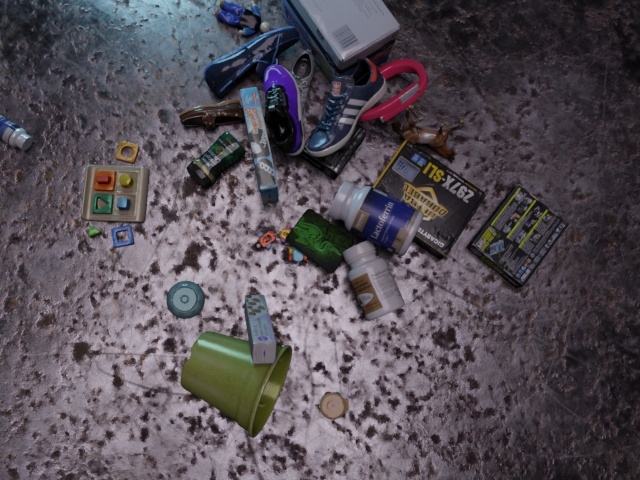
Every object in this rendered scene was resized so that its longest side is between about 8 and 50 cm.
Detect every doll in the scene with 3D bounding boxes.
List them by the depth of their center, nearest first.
[{"bbox_3d":[-0.256,-0.754,2.049,0.188,0.046,0.129,24,80,0],"label":"doll"}]

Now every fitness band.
[{"bbox_3d":[0.213,-0.485,1.975,0.290,0.054,0.209,-34,43,-1],"label":"fitness band"}]

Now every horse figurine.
[{"bbox_3d":[0.341,-0.351,1.965,0.263,0.174,0.066,13,65,-3],"label":"horse figurine"}]

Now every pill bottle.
[{"bbox_3d":[0.167,-0.074,1.846,0.264,0.153,0.153,26,79,6],"label":"pill bottle"},{"bbox_3d":[0.159,0.122,1.883,0.131,0.131,0.229,-23,82,-8],"label":"pill bottle"},{"bbox_3d":[-0.971,-0.335,1.904,0.120,0.067,0.067,32,79,1],"label":"pill bottle"}]

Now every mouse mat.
[{"bbox_3d":[0.000,0.000,1.926,0.189,0.007,0.153,35,60,-1],"label":"mouse mat"}]

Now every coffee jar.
[{"bbox_3d":[-0.335,-0.256,1.936,0.096,0.079,0.184,45,80,4],"label":"coffee jar"}]

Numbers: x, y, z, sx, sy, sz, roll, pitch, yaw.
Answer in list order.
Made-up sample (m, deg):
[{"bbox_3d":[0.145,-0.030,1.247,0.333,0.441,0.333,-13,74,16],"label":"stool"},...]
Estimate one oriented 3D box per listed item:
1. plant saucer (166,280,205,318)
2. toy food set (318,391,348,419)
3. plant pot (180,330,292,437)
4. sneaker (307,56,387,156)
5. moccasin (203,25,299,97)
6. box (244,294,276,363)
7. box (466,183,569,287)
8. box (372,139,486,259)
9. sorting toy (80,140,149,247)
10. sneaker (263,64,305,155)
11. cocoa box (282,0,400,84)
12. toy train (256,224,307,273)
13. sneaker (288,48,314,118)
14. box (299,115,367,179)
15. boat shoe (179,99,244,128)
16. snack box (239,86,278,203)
[{"bbox_3d":[-0.420,0.183,1.880,0.119,0.021,0.120,1,79,-4],"label":"plant saucer"},{"bbox_3d":[0.038,0.507,1.860,0.082,0.020,0.083,43,80,4],"label":"toy food set"},{"bbox_3d":[-0.252,0.390,1.755,0.253,0.276,0.276,19,79,11],"label":"plant pot"},{"bbox_3d":[0.059,-0.419,1.865,0.131,0.148,0.350,24,71,41],"label":"sneaker"},{"bbox_3d":[-0.213,-0.580,1.994,0.341,0.138,0.117,-28,87,5],"label":"moccasin"},{"bbox_3d":[-0.177,0.246,1.741,0.063,0.324,0.067,0,107,-11],"label":"box"},{"bbox_3d":[0.647,-0.015,1.985,0.216,0.060,0.270,39,79,3],"label":"box"},{"bbox_3d":[0.335,-0.133,1.972,0.322,0.079,0.257,35,77,2],"label":"box"},{"bbox_3d":[-0.649,-0.153,1.908,0.195,0.047,0.348,3,79,-4],"label":"sorting toy"},{"bbox_3d":[-0.124,-0.414,1.873,0.102,0.146,0.294,-16,86,21],"label":"sneaker"},{"bbox_3d":[0.057,-0.721,1.976,0.231,0.228,0.347,-33,84,-9],"label":"cocoa box"},{"bbox_3d":[-0.118,0.024,1.924,0.125,0.046,0.166,-41,82,-9],"label":"toy train"},{"bbox_3d":[-0.088,-0.496,1.981,0.105,0.115,0.282,13,79,-2],"label":"sneaker"},{"bbox_3d":[0.041,-0.316,1.979,0.147,0.077,0.180,34,79,2],"label":"box"},{"bbox_3d":[-0.351,-0.400,1.964,0.206,0.073,0.073,-15,80,-7],"label":"boat shoe"},{"bbox_3d":[-0.190,-0.293,1.900,0.060,0.187,0.322,-11,81,-5],"label":"snack box"}]
